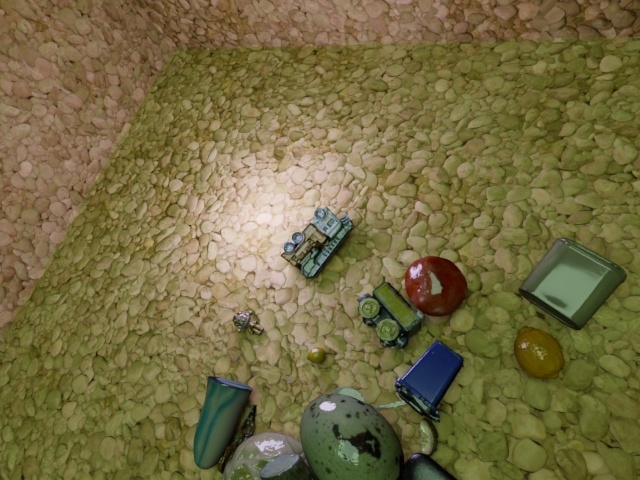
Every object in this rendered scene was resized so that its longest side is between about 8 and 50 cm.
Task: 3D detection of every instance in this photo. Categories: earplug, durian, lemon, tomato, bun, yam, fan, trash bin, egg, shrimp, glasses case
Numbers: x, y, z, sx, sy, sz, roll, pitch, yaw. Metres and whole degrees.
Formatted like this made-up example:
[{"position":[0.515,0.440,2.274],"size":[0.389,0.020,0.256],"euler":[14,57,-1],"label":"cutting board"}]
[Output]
[{"position":[-0.402,0.714,1.560],"size":[0.185,0.185,0.323],"euler":[10,74,24],"label":"earplug"},{"position":[0.367,0.672,1.363],"size":[0.066,0.052,0.130],"euler":[-4,71,16],"label":"durian"},{"position":[0.720,0.368,1.332],"size":[0.142,0.142,0.187],"euler":[-22,55,9],"label":"lemon"},{"position":[0.435,0.166,1.489],"size":[0.232,0.188,0.231],"euler":[9,63,-17],"label":"tomato"},{"position":[-0.184,0.851,1.382],"size":[0.366,0.219,0.364],"euler":[-7,67,16],"label":"bun"},{"position":[-0.044,0.805,1.253],"size":[0.133,0.133,0.330],"euler":[-36,97,1],"label":"yam"},{"position":[0.155,0.628,1.487],"size":[0.330,0.009,0.190],"euler":[-15,61,13],"label":"fan"},{"position":[0.867,0.146,1.401],"size":[0.247,0.121,0.243],"euler":[-48,60,-4],"label":"trash bin"},{"position":[0.390,0.484,1.392],"size":[0.184,0.162,0.234],"euler":[35,75,30],"label":"trash bin"},{"position":[0.097,0.677,1.326],"size":[0.379,0.287,0.287],"euler":[31,79,39],"label":"egg"},{"position":[-0.301,0.757,1.533],"size":[0.066,0.117,0.261],"euler":[19,68,13],"label":"shrimp"},{"position":[0.406,0.813,1.262],"size":[0.321,0.082,0.122],"euler":[33,79,29],"label":"glasses case"},{"position":[-0.016,0.459,1.602],"size":[0.083,0.062,0.062],"euler":[-20,60,10],"label":"lemon"}]

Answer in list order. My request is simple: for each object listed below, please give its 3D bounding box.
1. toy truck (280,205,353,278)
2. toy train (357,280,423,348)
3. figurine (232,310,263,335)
[{"position":[0.000,0.000,1.784],"size":[0.184,0.133,0.338],"euler":[41,86,21],"label":"toy truck"},{"position":[0.262,0.290,1.546],"size":[0.177,0.134,0.261],"euler":[-37,58,-8],"label":"toy train"},{"position":[-0.316,0.360,1.763],"size":[0.143,0.068,0.101],"euler":[4,70,9],"label":"figurine"}]
